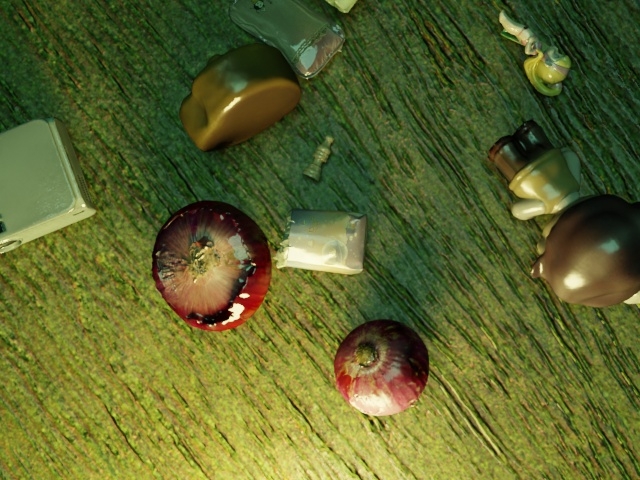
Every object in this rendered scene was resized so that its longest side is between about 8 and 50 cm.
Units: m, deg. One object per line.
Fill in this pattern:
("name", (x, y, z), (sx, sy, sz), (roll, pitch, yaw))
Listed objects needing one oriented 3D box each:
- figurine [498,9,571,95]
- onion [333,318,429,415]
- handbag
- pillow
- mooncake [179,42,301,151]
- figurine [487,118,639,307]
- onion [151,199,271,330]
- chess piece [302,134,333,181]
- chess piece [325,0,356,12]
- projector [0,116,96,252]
("figurine", (0.399, -0.357, 1.635), (0.083, 0.083, 0.187), (-44, 89, 0))
("onion", (0.111, 0.228, 1.562), (0.177, 0.153, 0.177), (-2, 84, 16))
("handbag", (0.000, 0.000, 1.619), (0.173, 0.095, 0.117), (4, 81, 2))
("pillow", (-0.065, -0.423, 1.693), (0.232, 0.038, 0.130), (42, 86, 9))
("mooncake", (-0.144, -0.272, 1.599), (0.235, 0.235, 0.117), (-34, 80, 1))
("figurine", (0.449, -0.035, 1.568), (0.218, 0.206, 0.365), (-26, 56, -20))
("onion", (-0.197, 0.048, 1.598), (0.248, 0.161, 0.248), (-3, 75, 10))
("chess piece", (0.000, -0.161, 1.665), (0.035, 0.035, 0.092), (26, 84, 7))
("chess piece", (0.093, -0.586, 1.633), (0.194, 0.194, 0.299), (39, 97, 7))
("projector", (-0.586, -0.100, 1.672), (0.250, 0.108, 0.198), (-23, 83, 1))
